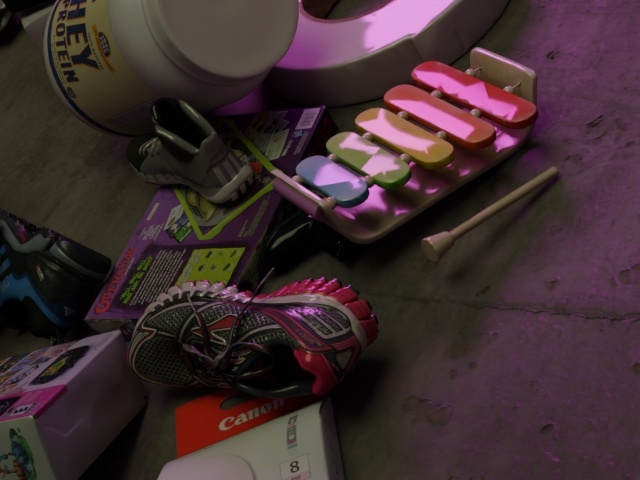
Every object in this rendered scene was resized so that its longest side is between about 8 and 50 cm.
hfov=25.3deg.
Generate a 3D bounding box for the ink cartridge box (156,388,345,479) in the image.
[{"bbox_3d":[-0.078,0.208,1.454,0.189,0.066,0.232,-24,43,11],"label":"ink cartridge box"}]

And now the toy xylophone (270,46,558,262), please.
[{"bbox_3d":[0.121,-0.093,1.585,0.322,0.081,0.236,-38,38,-25],"label":"toy xylophone"}]

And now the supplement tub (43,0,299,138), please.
[{"bbox_3d":[-0.194,-0.270,1.832,0.325,0.235,0.235,-13,37,57],"label":"supplement tub"}]

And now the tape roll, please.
[{"bbox_3d":[0.076,-0.335,1.918,0.392,0.072,0.392,-19,39,17],"label":"tape roll"}]

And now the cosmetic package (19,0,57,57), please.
[{"bbox_3d":[-0.366,-0.406,2.236,0.217,0.156,0.385,-31,37,-1],"label":"cosmetic package"}]

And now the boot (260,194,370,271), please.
[{"bbox_3d":[0.000,0.001,1.631,0.121,0.045,0.099,-44,41,-17],"label":"boot"}]

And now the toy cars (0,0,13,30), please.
[{"bbox_3d":[-0.567,-0.476,2.504,0.176,0.087,0.394,-58,34,22],"label":"toy cars"}]

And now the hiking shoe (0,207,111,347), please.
[{"bbox_3d":[-0.385,0.041,1.805,0.304,0.113,0.132,16,78,56],"label":"hiking shoe"}]

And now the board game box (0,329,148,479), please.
[{"bbox_3d":[-0.373,0.210,1.557,0.303,0.098,0.224,-15,13,21],"label":"board game box"}]

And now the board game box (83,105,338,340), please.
[{"bbox_3d":[-0.129,-0.024,1.747,0.208,0.056,0.347,2,49,31],"label":"board game box"}]

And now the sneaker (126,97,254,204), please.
[{"bbox_3d":[-0.183,-0.130,1.756,0.228,0.132,0.086,18,60,45],"label":"sneaker"}]

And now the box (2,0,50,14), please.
[{"bbox_3d":[-0.412,-0.579,2.098,0.212,0.293,0.395,-18,40,13],"label":"box"}]

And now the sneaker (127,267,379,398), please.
[{"bbox_3d":[-0.090,0.110,1.488,0.299,0.121,0.112,-11,30,35],"label":"sneaker"}]
